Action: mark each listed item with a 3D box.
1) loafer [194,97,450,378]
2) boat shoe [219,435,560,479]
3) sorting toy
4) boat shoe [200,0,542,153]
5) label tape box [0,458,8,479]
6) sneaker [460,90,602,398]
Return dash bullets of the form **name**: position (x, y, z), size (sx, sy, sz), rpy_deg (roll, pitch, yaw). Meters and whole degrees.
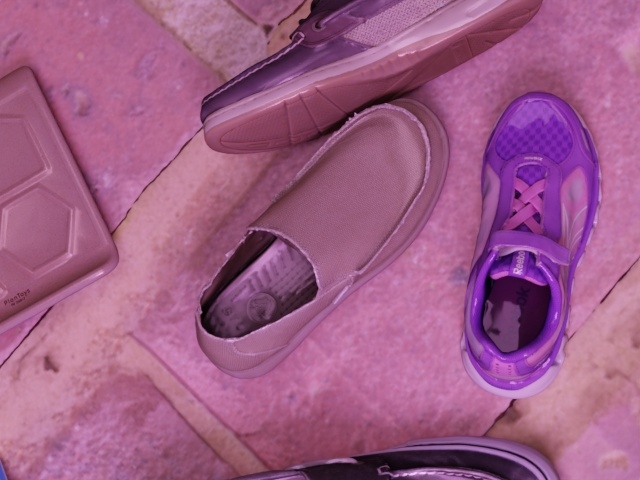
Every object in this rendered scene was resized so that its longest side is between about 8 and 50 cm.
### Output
- **loafer**: position (0.000, 0.000, 1.031), size (0.102, 0.092, 0.268), rpy_deg (39, 93, 14)
- **boat shoe**: position (0.015, 0.223, 0.990), size (0.335, 0.119, 0.121), rpy_deg (-13, 81, 11)
- **sorting toy**: position (-0.288, -0.020, 1.132), size (0.193, 0.038, 0.208), rpy_deg (-29, 74, 8)
- **boat shoe**: position (0.030, -0.158, 1.042), size (0.285, 0.103, 0.092), rpy_deg (-25, 74, 5)
- **label tape box**: position (-0.375, 0.343, 1.017), size (0.347, 0.115, 0.249), rpy_deg (-40, 48, 6)
- **sneaker**: position (0.155, 0.001, 0.990), size (0.095, 0.104, 0.236), rpy_deg (7, 85, 15)
